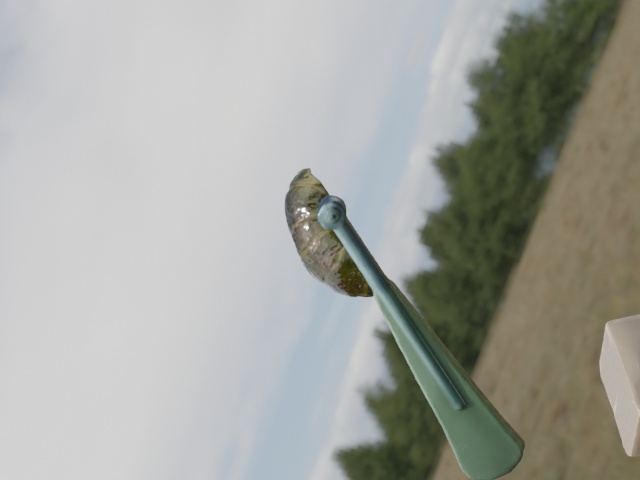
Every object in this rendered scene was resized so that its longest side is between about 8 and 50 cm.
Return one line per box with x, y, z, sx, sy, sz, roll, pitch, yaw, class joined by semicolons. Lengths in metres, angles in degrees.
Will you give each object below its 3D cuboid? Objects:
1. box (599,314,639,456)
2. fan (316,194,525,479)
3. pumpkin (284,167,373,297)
0.284;0.124;1.451;0.089;0.062;0.122;89;173;-49;box
0.052;0.056;0.926;0.038;0.193;0.016;-32;17;8;fan
-0.001;0.000;0.947;0.028;0.083;0.050;-25;-14;-17;pumpkin
